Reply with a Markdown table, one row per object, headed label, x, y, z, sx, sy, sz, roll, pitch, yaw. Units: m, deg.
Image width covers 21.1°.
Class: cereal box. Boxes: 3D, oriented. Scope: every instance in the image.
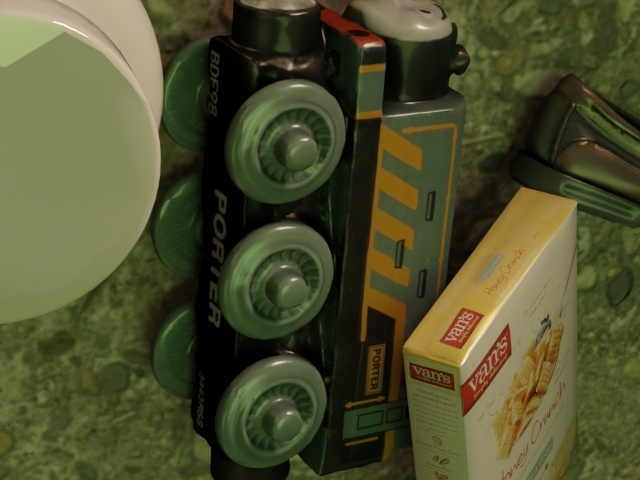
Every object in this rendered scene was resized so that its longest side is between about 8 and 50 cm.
| label | x | y | z | sx | sy | sz | roll | pitch | yaw |
| --- | --- | --- | --- | --- | --- | --- | --- | --- | --- |
| cereal box | 0.119 | 0.108 | 1.140 | 0.173 | 0.047 | 0.240 | -51 | 146 | -38 |

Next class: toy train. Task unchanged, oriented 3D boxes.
| label | x | y | z | sx | sy | sz | roll | pitch | yaw |
| --- | --- | --- | --- | --- | --- | --- | --- | --- | --- |
| toy train | 0.000 | 0.000 | 1.087 | 0.190 | 0.142 | 0.334 | -9 | 115 | -29 |

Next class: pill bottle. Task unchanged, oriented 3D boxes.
| label | x | y | z | sx | sy | sz | roll | pitch | yaw |
| --- | --- | --- | --- | --- | --- | --- | --- | --- | --- |
| pill bottle | -0.185 | -0.093 | 0.853 | 0.187 | 0.334 | 0.188 | -8 | 117 | -16 |

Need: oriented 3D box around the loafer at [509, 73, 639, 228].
| label | x | y | z | sx | sy | sz | roll | pitch | yaw |
| --- | --- | --- | --- | --- | --- | --- | --- | --- | --- |
| loafer | 0.261 | -0.040 | 1.180 | 0.267 | 0.096 | 0.084 | 15 | 102 | -23 |
